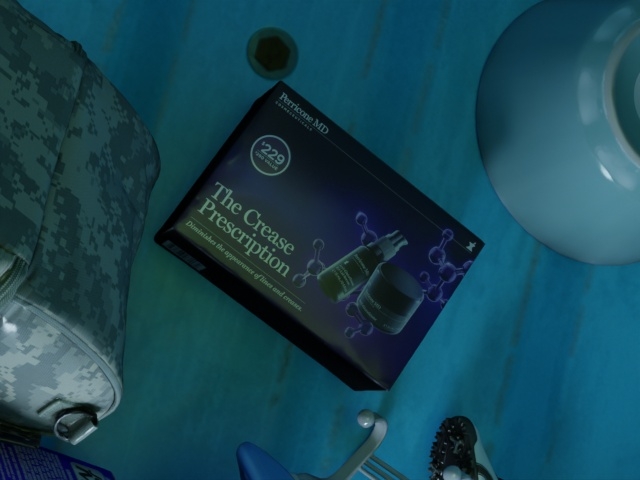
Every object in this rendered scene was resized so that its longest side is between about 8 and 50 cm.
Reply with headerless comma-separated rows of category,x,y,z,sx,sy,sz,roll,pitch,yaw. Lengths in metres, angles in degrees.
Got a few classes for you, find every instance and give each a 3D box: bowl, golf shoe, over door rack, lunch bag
bowl,0.339,-0.134,1.274,0.312,0.163,0.311,2,84,-18
golf shoe,0.171,0.269,1.234,0.094,0.077,0.198,-13,95,-29
over door rack,0.033,0.329,1.096,0.239,0.108,0.324,31,70,32
lunch bag,-0.258,-0.011,1.005,0.256,0.213,0.305,36,40,-32

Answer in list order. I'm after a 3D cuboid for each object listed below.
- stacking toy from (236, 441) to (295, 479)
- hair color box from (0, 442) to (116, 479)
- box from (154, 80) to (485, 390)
stacking toy,-0.136,0.314,0.970,0.302,0.165,0.175,-23,53,-16
hair color box,-0.336,0.234,0.963,0.339,0.110,0.185,30,101,-35
box,0.000,0.000,1.188,0.261,0.103,0.184,37,73,-11
